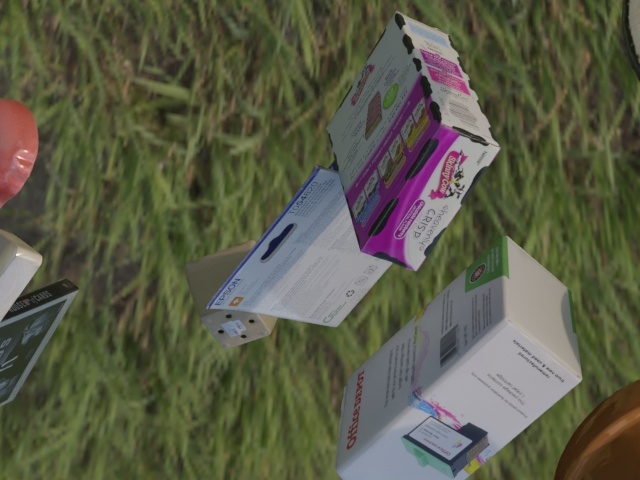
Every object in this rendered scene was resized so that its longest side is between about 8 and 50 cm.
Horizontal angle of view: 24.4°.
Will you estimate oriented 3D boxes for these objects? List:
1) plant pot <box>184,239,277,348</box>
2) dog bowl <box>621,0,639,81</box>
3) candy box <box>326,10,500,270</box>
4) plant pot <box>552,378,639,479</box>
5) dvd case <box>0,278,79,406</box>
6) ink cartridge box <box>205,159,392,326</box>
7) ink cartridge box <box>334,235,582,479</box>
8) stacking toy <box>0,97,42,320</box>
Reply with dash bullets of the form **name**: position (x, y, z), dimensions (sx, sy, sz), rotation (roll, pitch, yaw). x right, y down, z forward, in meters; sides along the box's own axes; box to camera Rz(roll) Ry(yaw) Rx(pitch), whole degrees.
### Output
- **plant pot**: position (-0.115, 0.082, 2.016), dimensions (0.109, 0.096, 0.109), rotation (-20, 133, 14)
- **dog bowl**: position (0.360, -0.113, 0.696), dimensions (0.408, 0.408, 0.150), rotation (-18, 124, 21)
- **candy box**: position (0.086, -0.103, 1.479), dimensions (0.071, 0.233, 0.159), rotation (20, 120, -23)
- **plant pot**: position (0.337, 0.269, 1.234), dimensions (0.291, 0.203, 0.291), rotation (2, 103, 8)
- **dvd case**: position (-0.384, 0.140, 1.745), dimensions (0.029, 0.238, 0.179), rotation (35, 106, 7)
- **ink cartridge box**: position (0.000, 0.000, 1.671), dimensions (0.224, 0.045, 0.223), rotation (12, 126, -47)
- **ink cartridge box**: position (0.153, 0.158, 1.676), dimensions (0.117, 0.201, 0.278), rotation (39, 114, -14)
- **stacking toy**: position (-0.353, 0.020, 1.195), dimensions (0.130, 0.279, 0.309), rotation (23, 111, -30)
